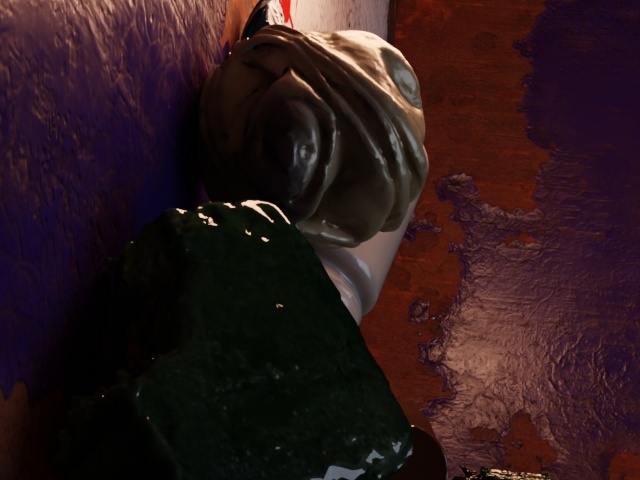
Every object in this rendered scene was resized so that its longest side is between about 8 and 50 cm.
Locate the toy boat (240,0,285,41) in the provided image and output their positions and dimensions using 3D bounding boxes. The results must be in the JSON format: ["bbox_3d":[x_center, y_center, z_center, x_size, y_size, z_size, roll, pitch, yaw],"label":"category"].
[{"bbox_3d":[-0.074,-0.253,1.737,0.291,0.070,0.210,-78,175,-62],"label":"toy boat"}]

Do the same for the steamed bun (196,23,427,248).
[{"bbox_3d":[-0.010,-0.113,1.459,0.207,0.280,0.268,-73,167,-69],"label":"steamed bun"}]

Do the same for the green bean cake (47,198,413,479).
[{"bbox_3d":[-0.105,0.131,1.124,0.169,0.300,0.308,-43,-113,41],"label":"green bean cake"}]

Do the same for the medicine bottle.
[{"bbox_3d":[0.000,0.000,1.697,0.211,0.211,0.371,85,25,-54],"label":"medicine bottle"}]

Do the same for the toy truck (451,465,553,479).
[{"bbox_3d":[0.183,0.380,1.324,0.088,0.121,0.259,57,39,-86],"label":"toy truck"}]

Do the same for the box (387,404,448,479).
[{"bbox_3d":[-0.033,0.298,1.393,0.229,0.339,0.239,-3,98,-85],"label":"box"}]
